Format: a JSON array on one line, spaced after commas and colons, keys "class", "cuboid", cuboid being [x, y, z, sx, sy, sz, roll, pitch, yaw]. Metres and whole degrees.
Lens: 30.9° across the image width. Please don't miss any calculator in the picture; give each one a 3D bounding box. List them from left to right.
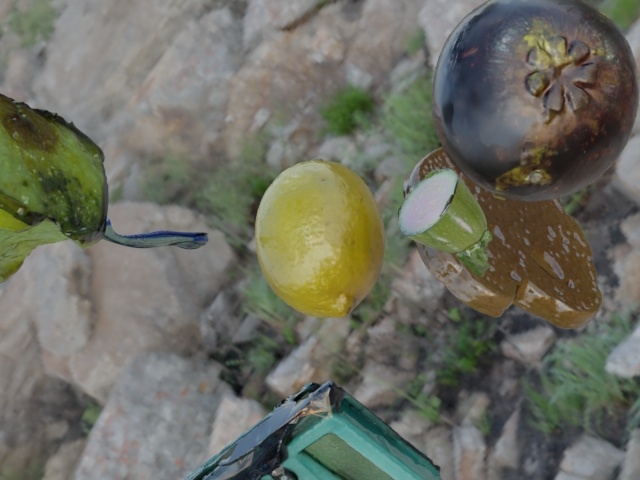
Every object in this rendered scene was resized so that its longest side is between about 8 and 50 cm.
[{"class": "calculator", "cuboid": [-0.019, 0.295, 1.316, 0.274, 0.248, 0.058, -36, 34, 17]}]

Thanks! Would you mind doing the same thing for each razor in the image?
[{"class": "razor", "cuboid": [-0.287, -0.010, 1.897, 0.093, 0.324, 0.056, -22, 70, 28]}]

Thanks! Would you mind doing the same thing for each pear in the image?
[{"class": "pear", "cuboid": [-0.391, -0.039, 1.229, 0.255, 0.238, 0.164, -25, 64, 24]}]

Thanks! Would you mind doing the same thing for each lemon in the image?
[{"class": "lemon", "cuboid": [-0.001, -0.004, 1.989, 0.236, 0.236, 0.263, -22, 42, 45]}]

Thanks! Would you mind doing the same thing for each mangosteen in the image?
[{"class": "mangosteen", "cuboid": [0.192, -0.128, 1.077, 0.192, 0.192, 0.217, -57, 0, -7]}]

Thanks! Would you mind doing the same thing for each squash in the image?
[{"class": "squash", "cuboid": [0.181, -0.016, 1.474, 0.105, 0.132, 0.105, -42, 26, 26]}]

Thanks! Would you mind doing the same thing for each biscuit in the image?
[{"class": "biscuit", "cuboid": [0.299, -0.005, 1.881, 0.381, 0.359, 0.074, 53, 137, 18]}]
